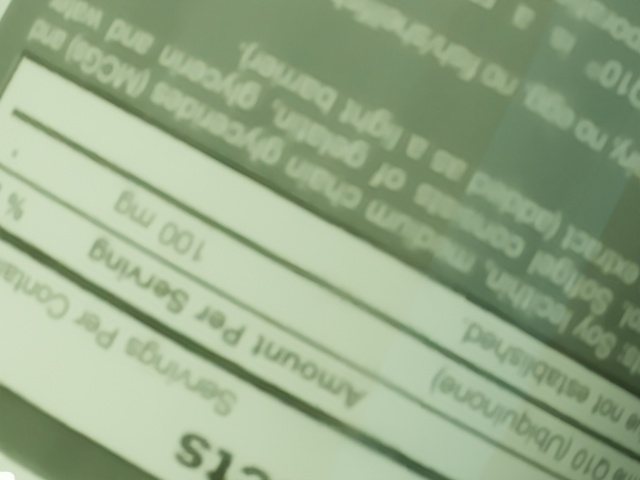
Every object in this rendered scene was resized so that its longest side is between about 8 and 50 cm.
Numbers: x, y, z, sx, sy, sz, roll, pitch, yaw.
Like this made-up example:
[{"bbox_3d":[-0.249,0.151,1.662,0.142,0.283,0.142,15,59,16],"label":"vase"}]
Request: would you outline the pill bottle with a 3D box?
[{"bbox_3d":[0.000,0.000,0.431,0.210,0.210,0.363,29,90,-44],"label":"pill bottle"}]
